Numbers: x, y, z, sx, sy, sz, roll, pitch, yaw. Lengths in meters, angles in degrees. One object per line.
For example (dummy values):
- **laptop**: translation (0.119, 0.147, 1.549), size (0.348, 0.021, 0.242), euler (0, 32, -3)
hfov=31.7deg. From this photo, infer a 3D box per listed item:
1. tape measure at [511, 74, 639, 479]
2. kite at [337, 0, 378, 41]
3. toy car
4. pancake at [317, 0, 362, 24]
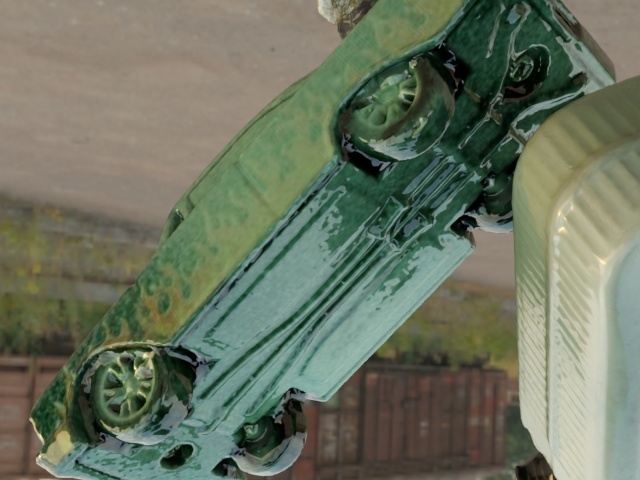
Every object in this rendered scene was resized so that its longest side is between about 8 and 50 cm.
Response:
- **tape measure**: translation (0.187, 0.024, 0.517), size (0.207, 0.115, 0.235), euler (-20, 133, -10)
- **kite**: translation (0.144, -0.277, 1.160), size (0.285, 0.152, 0.015), euler (-19, 143, 23)
- **toy car**: translation (0.000, 0.000, 0.556), size (0.141, 0.320, 0.097), euler (28, -162, -51)
- **pancake**: translation (0.032, -0.273, 1.069), size (0.022, 0.139, 0.139), euler (22, 179, 18)
